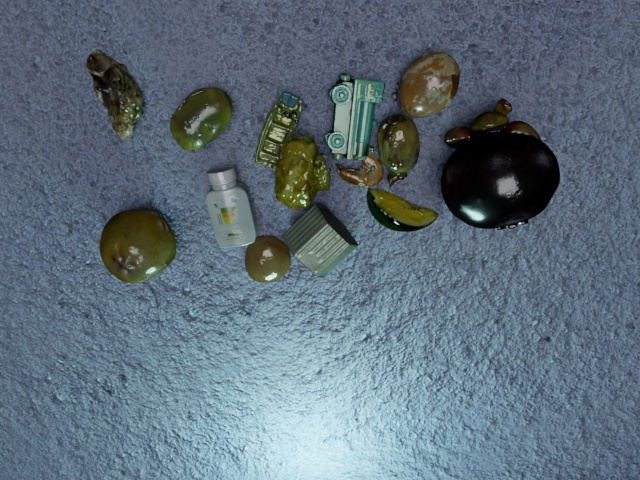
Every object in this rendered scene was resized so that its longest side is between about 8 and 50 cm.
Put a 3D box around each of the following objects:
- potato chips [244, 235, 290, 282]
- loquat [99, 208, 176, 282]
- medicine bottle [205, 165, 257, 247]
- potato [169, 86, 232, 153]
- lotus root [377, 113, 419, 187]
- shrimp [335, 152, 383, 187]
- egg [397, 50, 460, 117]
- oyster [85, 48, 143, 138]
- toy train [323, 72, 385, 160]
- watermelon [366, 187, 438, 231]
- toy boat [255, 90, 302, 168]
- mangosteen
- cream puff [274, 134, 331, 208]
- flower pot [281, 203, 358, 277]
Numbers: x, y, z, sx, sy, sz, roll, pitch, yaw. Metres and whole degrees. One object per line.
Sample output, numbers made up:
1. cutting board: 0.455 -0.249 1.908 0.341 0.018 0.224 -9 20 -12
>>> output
1. potato chips: -0.217 0.087 1.849 0.195 0.062 0.208 39 103 -17
2. loquat: -0.679 0.016 1.694 0.276 0.283 0.275 -1 117 -2
3. medicine bottle: -0.341 -0.126 1.736 0.161 0.111 0.296 -8 110 2
4. potato: -0.416 -0.426 1.599 0.248 0.143 0.169 -37 118 12
5. lotus root: 0.282 -0.319 1.657 0.154 0.154 0.278 -7 123 1
6. shrimp: 0.147 -0.270 1.731 0.188 0.052 0.132 9 90 -9
7. egg: 0.365 -0.523 1.556 0.195 0.195 0.233 31 105 -12
8. oyster: -0.723 -0.510 1.592 0.166 0.094 0.294 -30 103 19
9. toy train: 0.118 -0.428 1.623 0.194 0.120 0.298 3 109 -8
10. watermelon: 0.305 -0.104 1.784 0.301 0.123 0.129 22 77 -9
11. toy boat: -0.150 -0.398 1.652 0.111 0.084 0.276 20 113 -12
12. mangosteen: 0.599 -0.251 1.587 0.382 0.382 0.434 -17 94 5
13. cream puff: -0.049 -0.238 1.617 0.185 0.282 0.281 14 111 10
14. flower pot: 0.000 0.000 1.741 0.239 0.209 0.189 42 104 -14
